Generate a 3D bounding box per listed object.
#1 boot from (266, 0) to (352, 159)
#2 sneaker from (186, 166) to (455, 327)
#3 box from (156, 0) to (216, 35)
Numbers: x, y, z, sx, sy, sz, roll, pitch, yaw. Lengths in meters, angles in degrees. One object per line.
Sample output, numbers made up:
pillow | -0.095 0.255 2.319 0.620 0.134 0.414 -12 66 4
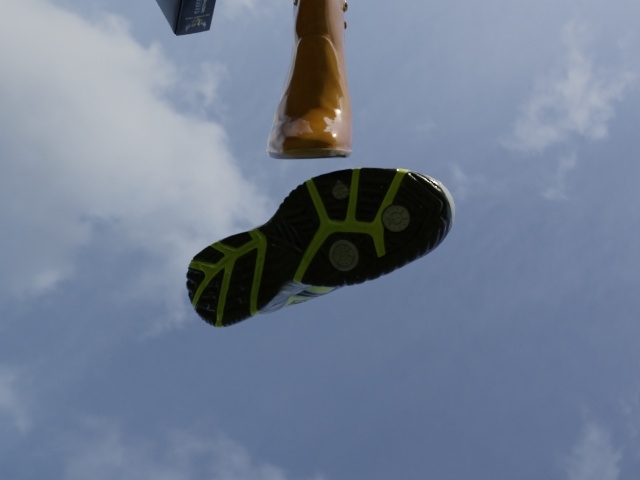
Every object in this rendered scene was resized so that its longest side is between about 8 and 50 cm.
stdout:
boot | -0.012 -0.214 0.905 0.104 0.295 0.211 1 -75 0
sneaker | 0.000 0.000 0.964 0.385 0.147 0.145 -19 -93 30
box | -0.207 -0.427 0.999 0.059 0.183 0.232 -18 -112 -27
